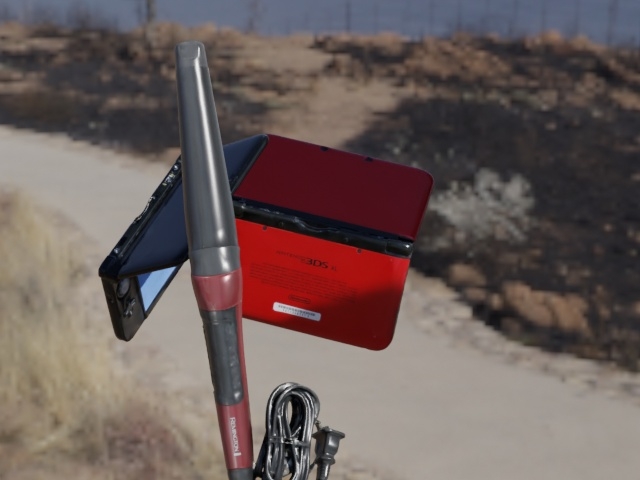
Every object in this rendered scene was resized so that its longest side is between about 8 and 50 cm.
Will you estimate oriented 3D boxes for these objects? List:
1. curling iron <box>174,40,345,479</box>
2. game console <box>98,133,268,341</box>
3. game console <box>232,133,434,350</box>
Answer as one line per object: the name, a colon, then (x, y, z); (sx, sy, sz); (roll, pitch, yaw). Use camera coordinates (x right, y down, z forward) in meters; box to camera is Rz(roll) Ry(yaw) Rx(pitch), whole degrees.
curling iron: (-0.048, 0.020, 0.860); (0.068, 0.274, 0.035); (-12, -6, -32)
game console: (-0.083, -0.001, 0.972); (0.071, 0.107, 0.122); (16, 49, 19)
game console: (0.000, 0.000, 1.117); (0.144, 0.124, 0.085); (14, 16, 9)
